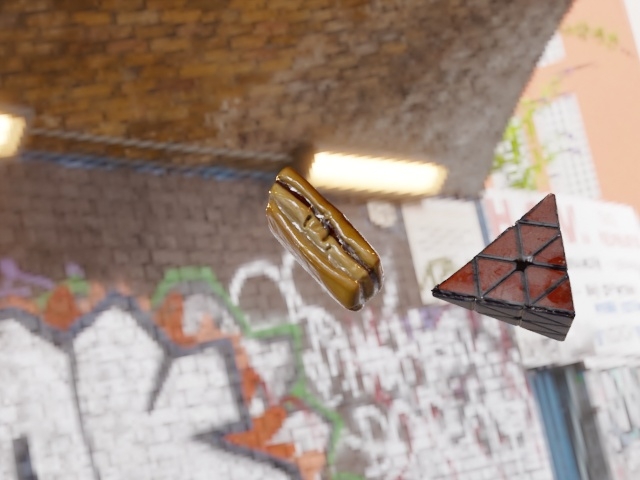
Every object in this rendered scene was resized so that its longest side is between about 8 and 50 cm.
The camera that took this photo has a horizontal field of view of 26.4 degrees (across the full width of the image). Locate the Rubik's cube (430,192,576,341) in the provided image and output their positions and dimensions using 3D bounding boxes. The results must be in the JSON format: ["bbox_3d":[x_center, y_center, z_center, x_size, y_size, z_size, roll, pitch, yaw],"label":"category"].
[{"bbox_3d":[0.298,0.096,1.785,0.211,0.190,0.178,-38,-51,1],"label":"Rubik's cube"}]

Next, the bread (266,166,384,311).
[{"bbox_3d":[0.000,0.000,1.795,0.077,0.200,0.116,-41,-18,-9],"label":"bread"}]
